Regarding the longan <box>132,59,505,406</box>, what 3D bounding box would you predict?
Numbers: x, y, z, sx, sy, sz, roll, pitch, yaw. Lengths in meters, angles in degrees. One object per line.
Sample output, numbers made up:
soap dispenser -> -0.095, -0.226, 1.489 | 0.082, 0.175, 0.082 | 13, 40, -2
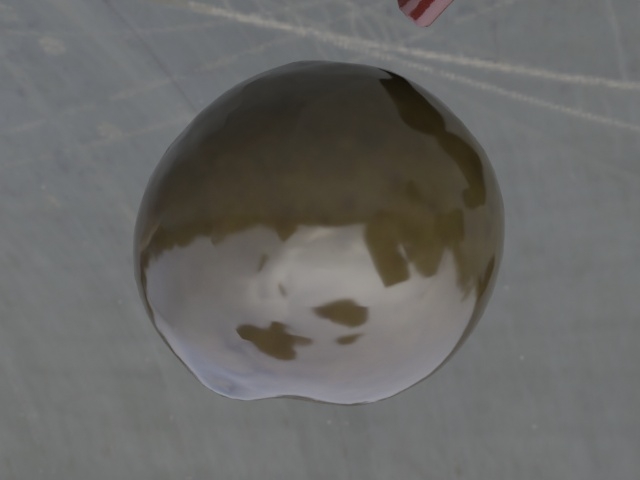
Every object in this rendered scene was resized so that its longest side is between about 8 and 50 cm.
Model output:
longan -> 0.000, 0.000, 0.680 | 0.258, 0.257, 0.258 | 3, 164, 1

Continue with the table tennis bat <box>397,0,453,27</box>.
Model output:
table tennis bat -> 0.172, -0.283, 0.760 | 0.038, 0.200, 0.310 | -5, 153, -45
